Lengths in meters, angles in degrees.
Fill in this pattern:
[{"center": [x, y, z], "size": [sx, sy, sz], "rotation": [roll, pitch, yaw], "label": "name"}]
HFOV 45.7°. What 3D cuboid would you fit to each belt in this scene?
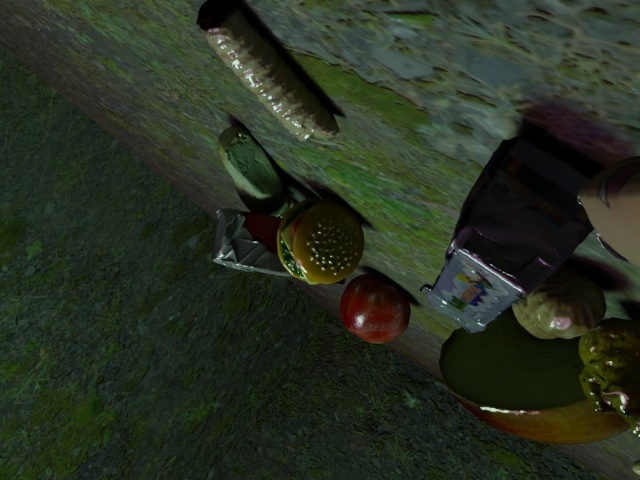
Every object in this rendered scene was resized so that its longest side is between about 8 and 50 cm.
[{"center": [-0.084, 0.016, 1.527], "size": [0.324, 0.115, 0.227], "rotation": [13, 174, -43], "label": "belt"}]

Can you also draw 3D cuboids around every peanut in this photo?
[{"center": [0.278, 0.074, 0.910], "size": [0.089, 0.089, 0.193], "rotation": [35, 172, 4], "label": "peanut"}]

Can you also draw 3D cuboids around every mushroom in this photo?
[{"center": [-0.122, -0.116, 1.443], "size": [0.107, 0.087, 0.333], "rotation": [35, 170, 12], "label": "mushroom"}]

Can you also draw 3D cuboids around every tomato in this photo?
[{"center": [0.132, 0.167, 1.802], "size": [0.187, 0.151, 0.187], "rotation": [31, 167, 8], "label": "tomato"}]

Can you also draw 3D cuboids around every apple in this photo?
[{"center": [0.323, 0.204, 1.146], "size": [0.254, 0.179, 0.346], "rotation": [20, 180, -27], "label": "apple"}]

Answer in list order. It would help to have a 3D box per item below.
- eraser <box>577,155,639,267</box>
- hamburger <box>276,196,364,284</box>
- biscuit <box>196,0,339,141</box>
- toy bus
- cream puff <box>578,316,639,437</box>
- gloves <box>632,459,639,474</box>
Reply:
[{"center": [0.289, 0.000, 0.416], "size": [0.171, 0.087, 0.290], "rotation": [36, 173, -11], "label": "eraser"}, {"center": [0.000, 0.000, 1.371], "size": [0.162, 0.162, 0.115], "rotation": [40, 164, -27], "label": "hamburger"}, {"center": [-0.057, -0.187, 0.867], "size": [0.061, 0.055, 0.219], "rotation": [13, 158, 44], "label": "biscuit"}, {"center": [0.179, 0.013, 0.762], "size": [0.112, 0.138, 0.317], "rotation": [35, 170, 12], "label": "toy bus"}, {"center": [0.362, 0.166, 0.869], "size": [0.146, 0.116, 0.146], "rotation": [17, 149, 11], "label": "cream puff"}, {"center": [0.636, 0.419, 1.126], "size": [0.357, 0.203, 0.155], "rotation": [21, 142, 42], "label": "gloves"}]
